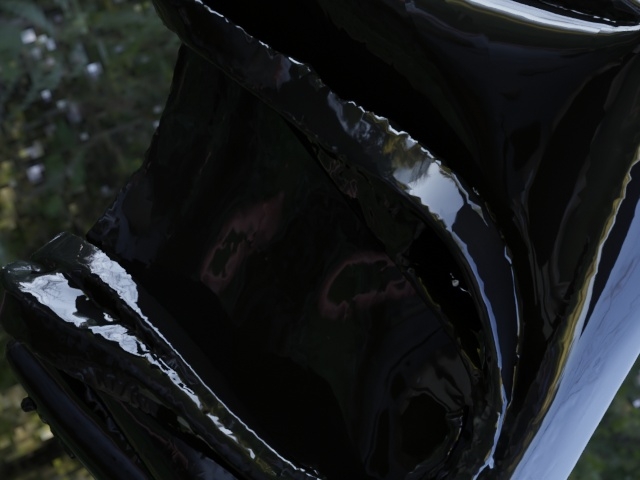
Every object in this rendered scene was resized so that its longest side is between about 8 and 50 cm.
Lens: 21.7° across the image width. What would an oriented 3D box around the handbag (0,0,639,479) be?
[{"bbox_3d":[0.000,0.000,0.619,0.257,0.113,0.285,37,-71,36],"label":"handbag"}]
